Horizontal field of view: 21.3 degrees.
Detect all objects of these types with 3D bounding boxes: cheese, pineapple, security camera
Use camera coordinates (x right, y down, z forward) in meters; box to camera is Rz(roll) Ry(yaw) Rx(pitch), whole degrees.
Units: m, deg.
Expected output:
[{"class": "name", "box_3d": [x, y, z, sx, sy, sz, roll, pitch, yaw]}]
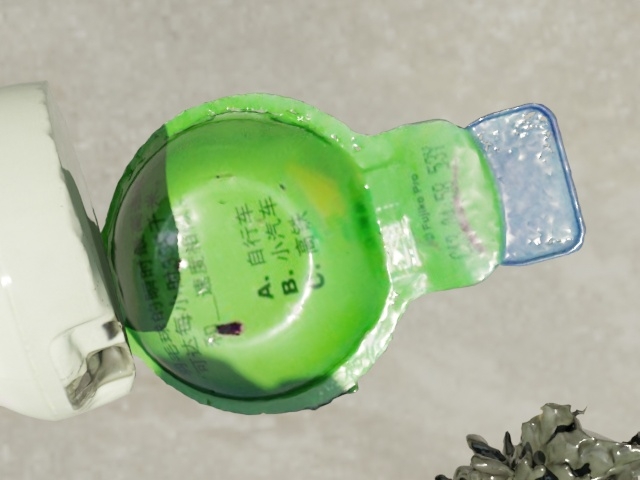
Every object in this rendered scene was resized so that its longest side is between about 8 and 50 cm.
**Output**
[{"class": "cheese", "box_3d": [0.000, 0.000, 1.050, 0.320, 0.204, 0.083, -14, 180, 13]}, {"class": "pineapple", "box_3d": [0.083, 0.193, 0.989, 0.278, 0.158, 0.158, -41, 152, 0]}, {"class": "security camera", "box_3d": [-0.234, 0.027, 0.927, 0.236, 0.194, 0.194, -15, 157, -5]}]
